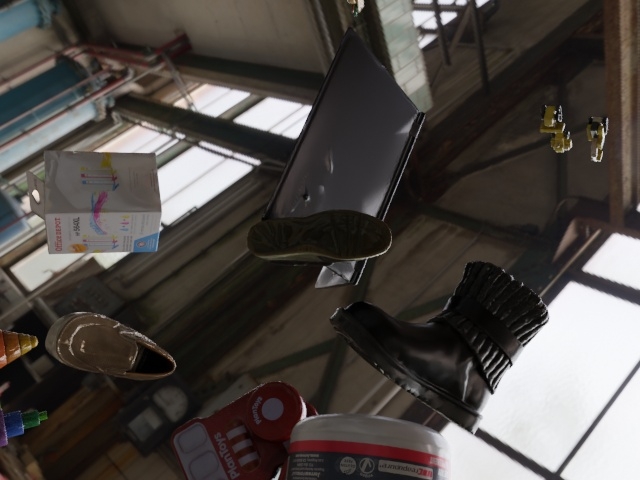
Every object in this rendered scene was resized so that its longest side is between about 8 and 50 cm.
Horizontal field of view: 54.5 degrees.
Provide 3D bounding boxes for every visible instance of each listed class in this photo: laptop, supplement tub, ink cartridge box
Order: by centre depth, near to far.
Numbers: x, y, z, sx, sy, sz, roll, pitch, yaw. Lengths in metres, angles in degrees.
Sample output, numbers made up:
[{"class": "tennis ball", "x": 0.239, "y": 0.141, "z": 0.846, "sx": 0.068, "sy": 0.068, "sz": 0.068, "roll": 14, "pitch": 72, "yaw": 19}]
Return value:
[{"class": "supplement tub", "x": 0.045, "y": 0.344, "z": 0.687, "sx": 0.191, "sy": 0.272, "sz": 0.191, "roll": 6, "pitch": -25, "yaw": 3}, {"class": "ink cartridge box", "x": -0.267, "y": -0.043, "z": 0.733, "sx": 0.092, "sy": 0.143, "sz": 0.089, "roll": 118, "pitch": -36, "yaw": -53}, {"class": "laptop", "x": 0.024, "y": -0.127, "z": 1.237, "sx": 0.236, "sy": 0.381, "sz": 0.408, "roll": 26, "pitch": -13, "yaw": -12}]

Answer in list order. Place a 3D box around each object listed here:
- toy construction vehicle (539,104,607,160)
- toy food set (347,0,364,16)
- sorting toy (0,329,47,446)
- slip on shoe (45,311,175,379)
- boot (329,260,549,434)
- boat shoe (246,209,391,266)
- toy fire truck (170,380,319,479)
[{"class": "toy construction vehicle", "x": 0.351, "y": -0.145, "z": 0.865, "sx": 0.086, "sy": 0.035, "sz": 0.098, "roll": 10, "pitch": -22, "yaw": 27}, {"class": "toy food set", "x": 0.037, "y": -0.312, "z": 0.742, "sx": 0.082, "sy": 0.020, "sz": 0.083, "roll": 52, "pitch": 29, "yaw": -78}, {"class": "sorting toy", "x": -0.618, "y": 0.275, "z": 1.248, "sx": 0.365, "sy": 0.126, "sz": 0.127, "roll": 36, "pitch": -52, "yaw": 52}, {"class": "slip on shoe", "x": -0.187, "y": 0.102, "z": 0.569, "sx": 0.041, "sy": 0.051, "sz": 0.135, "roll": 9, "pitch": -21, "yaw": 30}, {"class": "boot", "x": 0.201, "y": 0.130, "z": 1.021, "sx": 0.348, "sy": 0.260, "sz": 0.131, "roll": 38, "pitch": -8, "yaw": -27}, {"class": "boat shoe", "x": -0.001, "y": 0.001, "z": 0.979, "sx": 0.073, "sy": 0.224, "sz": 0.080, "roll": 68, "pitch": 20, "yaw": -71}, {"class": "toy fire truck", "x": -0.097, "y": 0.406, "z": 1.067, "sx": 0.302, "sy": 0.254, "sz": 0.169, "roll": 58, "pitch": -4, "yaw": 29}]
